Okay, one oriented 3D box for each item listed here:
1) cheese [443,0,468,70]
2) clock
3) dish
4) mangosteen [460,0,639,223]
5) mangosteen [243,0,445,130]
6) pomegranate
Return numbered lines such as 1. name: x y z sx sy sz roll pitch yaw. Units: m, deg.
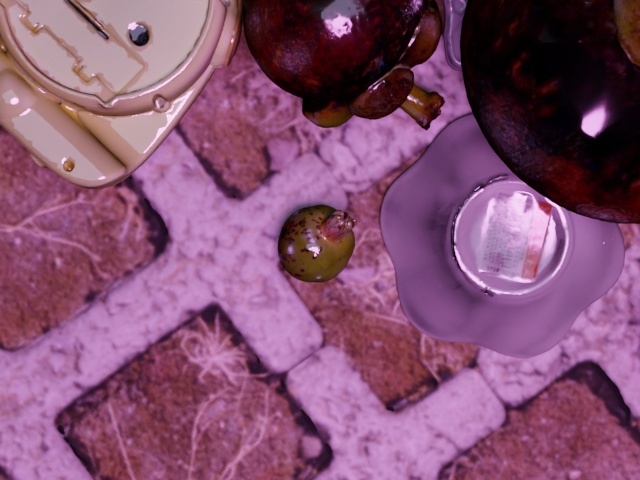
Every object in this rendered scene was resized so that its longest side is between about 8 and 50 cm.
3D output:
1. cheese: 0.124 -0.294 1.316 0.163 0.082 0.286 -10 94 0
2. clock: -0.180 -0.216 1.297 0.235 0.096 0.308 43 88 -1
3. dish: 0.166 -0.003 1.320 0.229 0.081 0.229 0 91 -2
4. mangosteen: 0.263 -0.159 1.199 0.311 0.311 0.311 0 91 -2
5. mangosteen: 0.016 -0.179 1.276 0.173 0.172 0.184 -4 116 -2
6. pomegranate: -0.004 0.002 1.312 0.073 0.084 0.073 1 81 -6
